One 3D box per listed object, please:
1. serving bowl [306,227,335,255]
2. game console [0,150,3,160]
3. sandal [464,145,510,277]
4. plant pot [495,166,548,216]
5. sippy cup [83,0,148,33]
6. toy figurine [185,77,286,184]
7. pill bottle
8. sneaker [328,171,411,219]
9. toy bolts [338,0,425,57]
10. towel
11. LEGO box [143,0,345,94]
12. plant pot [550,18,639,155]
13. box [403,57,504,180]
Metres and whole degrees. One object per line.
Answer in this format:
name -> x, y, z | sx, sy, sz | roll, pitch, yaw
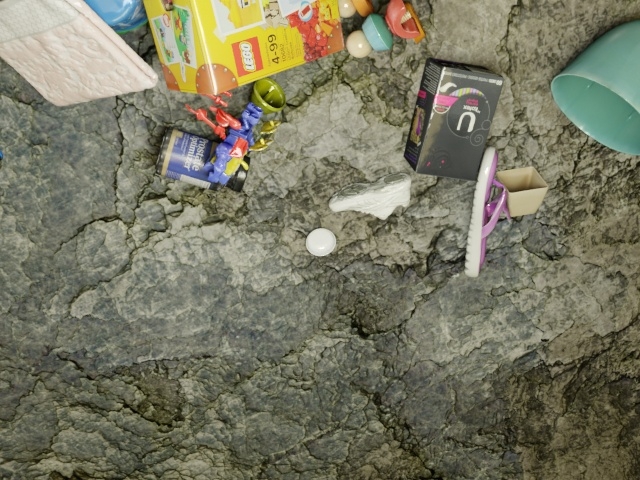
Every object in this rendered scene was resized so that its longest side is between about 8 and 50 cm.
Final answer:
serving bowl -> 0.000, 0.000, 1.774 | 0.083, 0.027, 0.083 | -3, 116, -6
game console -> -0.905, -0.258, 1.465 | 0.173, 0.250, 0.293 | -44, 116, -16
sandal -> 0.457, -0.074, 1.710 | 0.102, 0.169, 0.416 | 9, 134, 13
plant pot -> 0.547, -0.128, 1.748 | 0.109, 0.109, 0.096 | -10, 128, -3
sippy cup -> -0.457, -0.551, 1.349 | 0.240, 0.224, 0.306 | 18, 111, -16
toy figurine -> -0.222, -0.246, 1.486 | 0.191, 0.363, 0.217 | 29, 124, -11
pill bottle -> -0.293, -0.195, 1.593 | 0.219, 0.123, 0.123 | 15, 112, -14
sneaker -> 0.139, -0.099, 1.715 | 0.232, 0.090, 0.115 | -13, 119, 0
toy bolts -> 0.135, -0.494, 1.468 | 0.158, 0.229, 0.218 | -26, 131, 20
towel -> -0.561, -0.406, 1.346 | 0.331, 0.054, 0.317 | 0, 153, 32
LEGO box -> -0.176, -0.595, 1.286 | 0.372, 0.193, 0.501 | -31, 122, -34
plant pot -> 0.761, -0.391, 1.557 | 0.293, 0.293, 0.235 | 41, 90, -22
box -> 0.329, -0.305, 1.610 | 0.165, 0.143, 0.271 | 6, 115, -10
